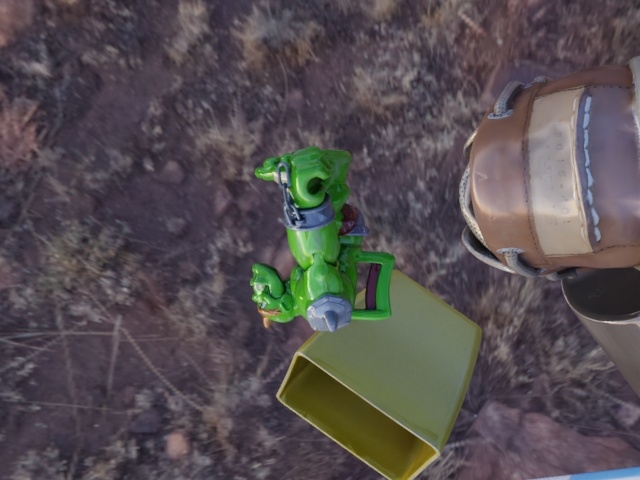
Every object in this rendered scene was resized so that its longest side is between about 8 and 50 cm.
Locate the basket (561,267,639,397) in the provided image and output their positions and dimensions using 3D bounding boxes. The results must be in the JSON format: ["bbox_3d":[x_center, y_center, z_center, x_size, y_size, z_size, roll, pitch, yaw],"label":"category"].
[{"bbox_3d":[0.285,0.067,0.803,0.154,0.227,0.204,-24,35,36],"label":"basket"}]

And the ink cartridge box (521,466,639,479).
[{"bbox_3d":[0.167,0.247,0.484,0.198,0.270,0.197,-17,42,38],"label":"ink cartridge box"}]

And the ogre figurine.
[{"bbox_3d":[0.000,0.000,0.772,0.097,0.197,0.118,-7,90,-18],"label":"ogre figurine"}]

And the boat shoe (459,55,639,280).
[{"bbox_3d":[0.129,-0.037,0.594,0.116,0.324,0.123,-5,87,10],"label":"boat shoe"}]

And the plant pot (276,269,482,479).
[{"bbox_3d":[0.092,0.168,1.487,0.212,0.212,0.187,35,65,6],"label":"plant pot"}]
